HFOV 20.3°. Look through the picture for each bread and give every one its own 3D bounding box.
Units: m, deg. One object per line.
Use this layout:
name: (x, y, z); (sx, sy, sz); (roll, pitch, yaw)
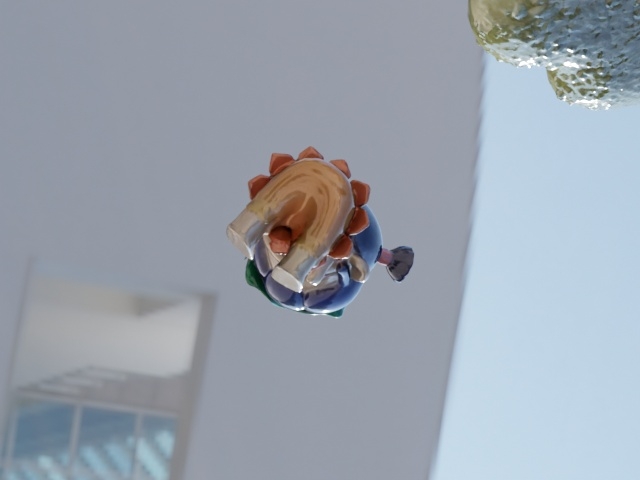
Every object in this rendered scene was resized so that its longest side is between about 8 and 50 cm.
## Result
bread: (0.235, -0.152, 1.022); (0.286, 0.207, 0.056); (-26, -124, 15)

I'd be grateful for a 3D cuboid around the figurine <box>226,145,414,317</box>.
figurine: (0.000, 0.000, 1.252); (0.102, 0.111, 0.195); (-49, 171, -9)
